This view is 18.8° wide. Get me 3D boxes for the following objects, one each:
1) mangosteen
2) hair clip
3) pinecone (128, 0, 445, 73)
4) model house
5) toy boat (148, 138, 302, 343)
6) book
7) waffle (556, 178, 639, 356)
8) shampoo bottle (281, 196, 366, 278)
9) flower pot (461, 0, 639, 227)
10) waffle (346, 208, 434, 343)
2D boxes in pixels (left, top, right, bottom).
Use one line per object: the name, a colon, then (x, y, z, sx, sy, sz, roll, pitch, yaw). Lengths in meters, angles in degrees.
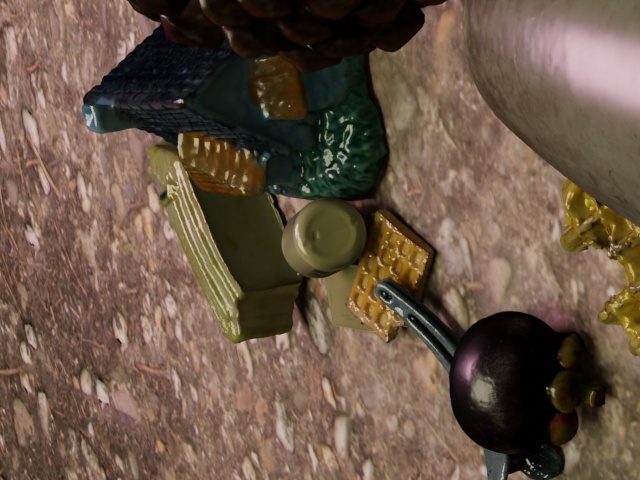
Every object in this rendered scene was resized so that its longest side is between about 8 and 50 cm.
mangosteen: (0.196, 0.136, 1.829, 0.151, 0.137, 0.137, 5, 113, 21)
hair clip: (0.140, 0.140, 1.959, 0.275, 0.083, 0.048, 55, 140, 34)
pinecone: (-0.047, -0.355, 1.726, 0.397, 0.397, 0.398, 32, 130, 48)
model house: (-0.104, -0.131, 2.062, 0.261, 0.241, 0.226, 4, 105, 57)
toy boat: (-0.108, -0.019, 2.243, 0.084, 0.111, 0.276, -49, 59, 49)
book: (0.041, 0.062, 2.134, 0.111, 0.014, 0.077, 7, 110, 57)
waffle: (0.299, -0.003, 1.648, 0.250, 0.056, 0.261, 34, 129, 46)
shampoo bottle: (0.000, 0.000, 2.093, 0.162, 0.079, 0.079, 148, 105, -80)
flower pot: (0.273, -0.145, 1.409, 0.330, 0.293, 0.294, 33, 131, 56)
waffle: (0.074, 0.043, 2.050, 0.092, 0.021, 0.135, 40, 131, 34)
